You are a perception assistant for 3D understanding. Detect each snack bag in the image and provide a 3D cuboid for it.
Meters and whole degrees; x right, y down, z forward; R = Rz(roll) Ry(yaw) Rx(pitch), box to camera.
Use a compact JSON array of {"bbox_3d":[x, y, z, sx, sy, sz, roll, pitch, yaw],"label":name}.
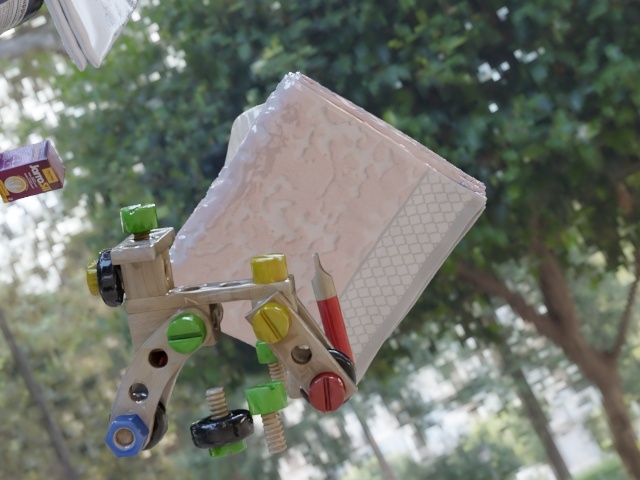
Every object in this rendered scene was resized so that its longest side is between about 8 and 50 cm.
[{"bbox_3d":[-0.332,-0.412,1.793,0.037,0.342,0.323,-18,20,11],"label":"snack bag"}]

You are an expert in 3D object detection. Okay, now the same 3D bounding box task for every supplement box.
[{"bbox_3d":[-0.378,-0.088,1.815,0.083,0.043,0.055,-15,-49,9],"label":"supplement box"}]

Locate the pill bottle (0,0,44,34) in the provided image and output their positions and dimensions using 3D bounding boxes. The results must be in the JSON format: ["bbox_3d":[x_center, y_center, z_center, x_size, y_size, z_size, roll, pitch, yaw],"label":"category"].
[{"bbox_3d":[-0.290,-0.207,1.094,0.219,0.123,0.123,-41,2,-44],"label":"pill bottle"}]

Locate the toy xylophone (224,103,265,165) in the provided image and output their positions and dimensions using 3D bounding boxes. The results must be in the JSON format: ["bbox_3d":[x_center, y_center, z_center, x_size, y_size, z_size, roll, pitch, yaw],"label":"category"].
[{"bbox_3d":[-0.077,-0.054,2.068,0.081,0.236,0.323,-12,-15,-15],"label":"toy xylophone"}]

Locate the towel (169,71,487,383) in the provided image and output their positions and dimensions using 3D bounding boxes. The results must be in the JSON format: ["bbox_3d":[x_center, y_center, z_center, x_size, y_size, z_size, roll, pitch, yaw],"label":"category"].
[{"bbox_3d":[0.000,0.000,1.732,0.317,0.053,0.332,28,-73,-25],"label":"towel"}]

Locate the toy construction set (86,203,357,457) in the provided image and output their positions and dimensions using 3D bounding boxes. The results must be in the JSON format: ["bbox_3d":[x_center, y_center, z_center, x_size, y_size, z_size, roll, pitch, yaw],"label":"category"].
[{"bbox_3d":[-0.086,0.063,1.395,0.257,0.237,0.309,-12,4,32],"label":"toy construction set"}]
